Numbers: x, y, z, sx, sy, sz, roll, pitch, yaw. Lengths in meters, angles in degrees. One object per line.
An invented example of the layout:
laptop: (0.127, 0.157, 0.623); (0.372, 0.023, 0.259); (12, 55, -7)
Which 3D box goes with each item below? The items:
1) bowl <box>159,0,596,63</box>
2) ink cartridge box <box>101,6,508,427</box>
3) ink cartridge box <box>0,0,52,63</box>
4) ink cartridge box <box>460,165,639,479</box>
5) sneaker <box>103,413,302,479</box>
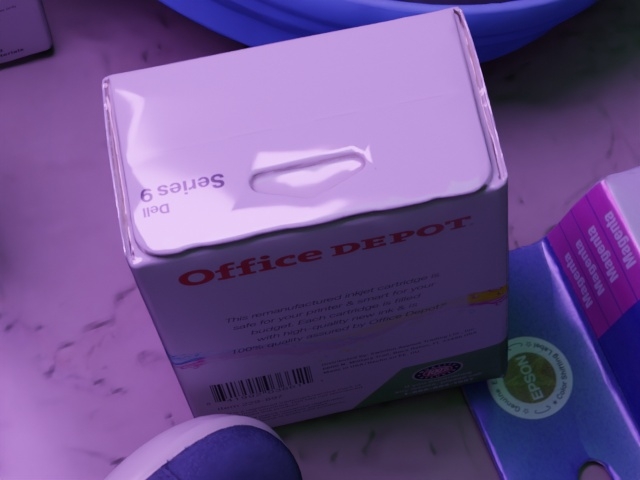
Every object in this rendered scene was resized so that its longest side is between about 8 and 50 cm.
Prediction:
bowl: (0.007, -0.256, 1.020); (0.391, 0.077, 0.391); (11, 57, -18)
ink cartridge box: (0.000, 0.000, 0.864); (0.154, 0.212, 0.093); (-12, 66, 0)
ink cartridge box: (-0.200, -0.190, 0.946); (0.086, 0.203, 0.148); (-17, 67, -6)
ink cartridge box: (0.259, 0.096, 0.937); (0.330, 0.071, 0.324); (-18, 68, -15)
sneaker: (-0.061, 0.228, 0.773); (0.148, 0.131, 0.350); (0, 55, 40)
